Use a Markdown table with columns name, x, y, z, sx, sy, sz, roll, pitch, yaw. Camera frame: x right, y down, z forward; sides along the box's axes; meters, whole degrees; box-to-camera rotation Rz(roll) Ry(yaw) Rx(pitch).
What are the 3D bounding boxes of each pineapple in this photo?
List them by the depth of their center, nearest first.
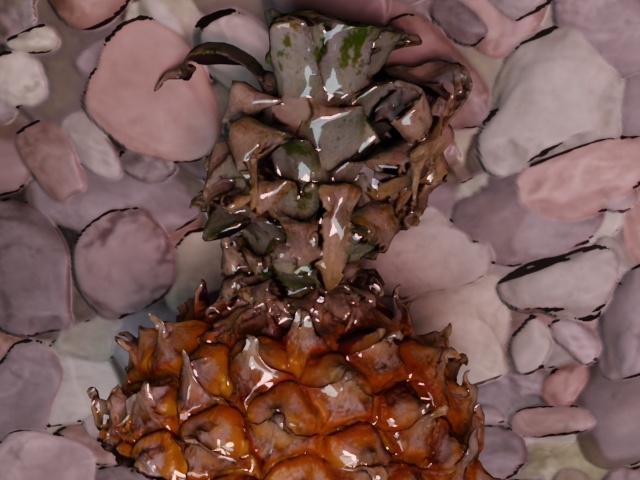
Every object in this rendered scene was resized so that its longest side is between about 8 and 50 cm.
| name | x | y | z | sx | sy | sz | roll | pitch | yaw |
| --- | --- | --- | --- | --- | --- | --- | --- | --- | --- |
| pineapple | 0.000 | 0.000 | 1.125 | 0.263 | 0.262 | 0.271 | 7 | 101 | 5 |
